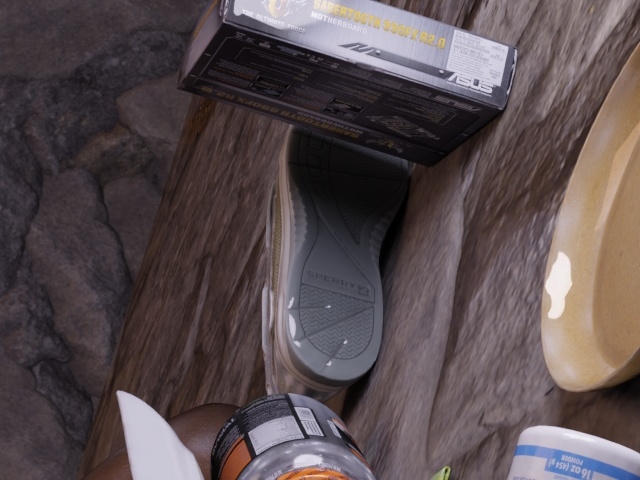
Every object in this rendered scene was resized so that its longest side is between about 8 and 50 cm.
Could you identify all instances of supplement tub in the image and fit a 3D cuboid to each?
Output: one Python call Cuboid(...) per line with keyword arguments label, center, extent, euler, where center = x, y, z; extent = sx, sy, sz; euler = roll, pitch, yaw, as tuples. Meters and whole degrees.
Cuboid(label="supplement tub", center=(0.118, 0.150, 0.929), extent=(0.071, 0.071, 0.107), euler=(148, 141, -72))
Cuboid(label="supplement tub", center=(-0.017, 0.189, 1.396), extent=(0.190, 0.117, 0.117), euler=(-128, 58, -77))

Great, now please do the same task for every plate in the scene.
Cuboid(label="plate", center=(-0.068, 0.272, 1.304), extent=(0.278, 0.045, 0.277), euler=(-115, 9, -63))

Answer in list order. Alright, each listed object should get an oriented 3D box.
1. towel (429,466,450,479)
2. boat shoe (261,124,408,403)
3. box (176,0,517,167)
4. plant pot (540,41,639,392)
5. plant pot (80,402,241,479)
Cuboid(label="towel", center=(0.065, 0.194, 1.268), extent=(0.060, 0.009, 0.083), euler=(-80, 16, -45))
Cuboid(label="boat shoe", center=(0.002, 0.002, 1.648), extent=(0.103, 0.118, 0.320), euler=(130, 151, -49))
Cuboid(label="box", center=(0.016, -0.136, 1.510), extent=(0.183, 0.231, 0.056), euler=(141, 144, -71))
Cuboid(label="plant pot", center=(0.184, -0.026, 1.020), extent=(0.236, 0.032, 0.236), euler=(-159, 90, -80))
Cuboid(label="plant pot", center=(-0.112, 0.242, 1.617), extent=(0.215, 0.215, 0.230), euler=(-64, -2, 29))
